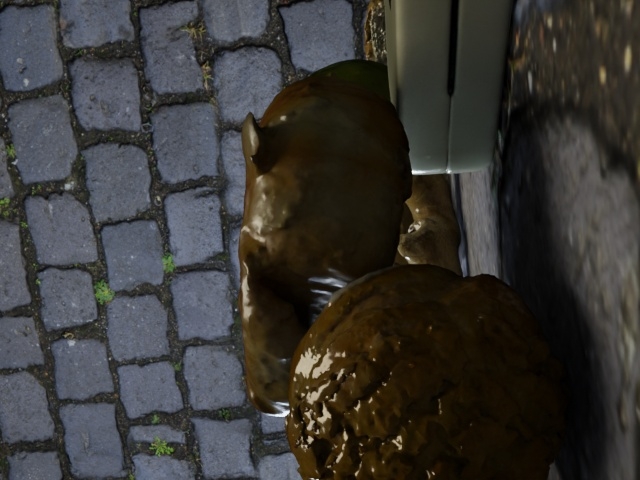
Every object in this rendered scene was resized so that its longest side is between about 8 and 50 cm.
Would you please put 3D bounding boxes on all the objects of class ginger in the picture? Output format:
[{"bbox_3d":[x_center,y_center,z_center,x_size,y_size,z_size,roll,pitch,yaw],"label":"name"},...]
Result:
[{"bbox_3d":[0.113,0.042,0.711,0.089,0.075,0.288,5,-102,-49],"label":"ginger"}]

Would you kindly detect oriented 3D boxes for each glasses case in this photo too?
[{"bbox_3d":[0.075,-0.190,0.435,0.313,0.070,0.131,80,-173,-50],"label":"glasses case"}]

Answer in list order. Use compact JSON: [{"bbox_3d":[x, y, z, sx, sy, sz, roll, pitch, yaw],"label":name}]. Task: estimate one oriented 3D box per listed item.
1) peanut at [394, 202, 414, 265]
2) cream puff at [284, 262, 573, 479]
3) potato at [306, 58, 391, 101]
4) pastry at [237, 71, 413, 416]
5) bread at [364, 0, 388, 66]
[{"bbox_3d":[0.096,0.022,0.845,0.233,0.110,0.197,44,-134,-77],"label":"peanut"},{"bbox_3d":[0.059,0.089,0.358,0.150,0.165,0.115,-57,49,22],"label":"cream puff"},{"bbox_3d":[0.054,-0.152,0.997,0.304,0.215,0.216,-135,40,-86],"label":"potato"},{"bbox_3d":[0.000,0.000,0.464,0.229,0.100,0.219,-85,0,-59],"label":"pastry"},{"bbox_3d":[0.104,-0.318,1.072,0.106,0.082,0.125,-100,0,-64],"label":"bread"}]
